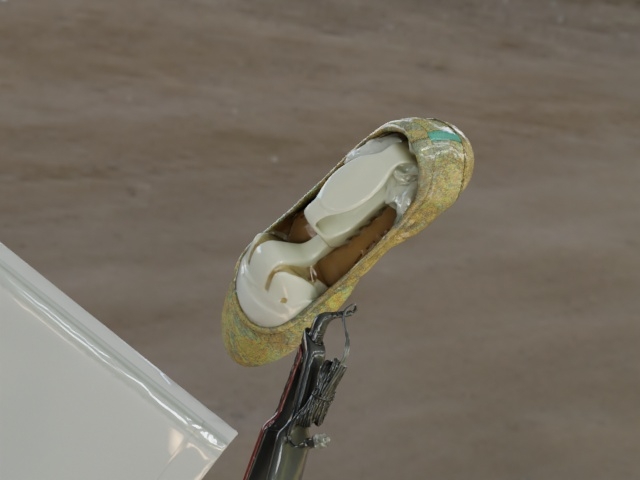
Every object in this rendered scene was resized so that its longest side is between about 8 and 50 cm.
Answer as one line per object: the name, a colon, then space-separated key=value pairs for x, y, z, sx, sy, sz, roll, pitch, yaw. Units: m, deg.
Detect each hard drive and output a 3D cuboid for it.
hard drive: x=-0.245 y=0.139 z=1.303 sx=0.307 sy=0.203 sz=0.040 roll=38 pitch=27 yaw=2

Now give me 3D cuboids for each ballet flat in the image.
ballet flat: x=0.000 y=0.000 z=1.517 sx=0.123 sy=0.348 sz=0.123 roll=40 pitch=23 yaw=-21

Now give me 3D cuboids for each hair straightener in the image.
hair straightener: x=-0.007 y=0.167 z=1.420 sx=0.047 sy=0.230 sz=0.089 roll=24 pitch=-1 yaw=-37
